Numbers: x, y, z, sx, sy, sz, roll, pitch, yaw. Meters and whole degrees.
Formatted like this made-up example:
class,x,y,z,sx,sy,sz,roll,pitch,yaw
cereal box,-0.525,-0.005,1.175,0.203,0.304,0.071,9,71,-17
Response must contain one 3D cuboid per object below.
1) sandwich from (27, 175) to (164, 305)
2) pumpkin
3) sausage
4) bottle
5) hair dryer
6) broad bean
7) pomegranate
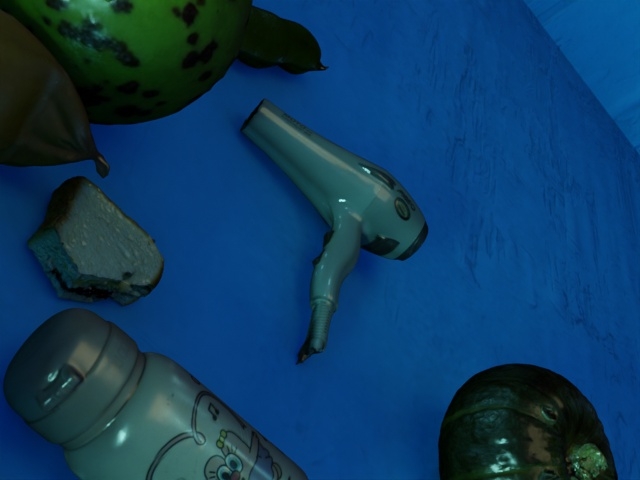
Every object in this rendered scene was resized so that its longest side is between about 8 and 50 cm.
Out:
class,x,y,z,sx,sy,sz,roll,pitch,yaw
sandwich,-0.165,0.012,0.720,0.105,0.036,0.093,43,31,-27
pumpkin,0.214,0.230,0.972,0.224,0.157,0.223,26,53,-41
sausage,-0.270,-0.123,0.615,0.328,0.112,0.112,28,41,-43
bottle,-0.110,0.128,0.635,0.209,0.097,0.110,46,-1,-21
hair dryer,-0.018,-0.033,0.970,0.229,0.092,0.267,49,39,-1
broad bean,-0.095,-0.241,1.056,0.318,0.056,0.098,19,47,-46
pomegranate,-0.195,-0.198,0.747,0.286,0.231,0.230,-10,65,-17
